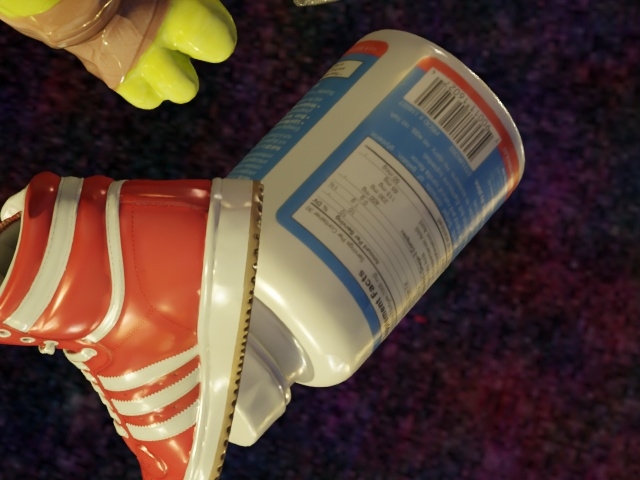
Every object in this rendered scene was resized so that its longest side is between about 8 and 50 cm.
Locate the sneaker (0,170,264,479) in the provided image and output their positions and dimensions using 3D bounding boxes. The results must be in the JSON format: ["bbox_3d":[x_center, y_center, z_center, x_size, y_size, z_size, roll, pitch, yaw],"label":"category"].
[{"bbox_3d":[-0.053,0.027,0.426,0.042,0.067,0.118,-89,-173,-45],"label":"sneaker"}]

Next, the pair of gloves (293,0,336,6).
[{"bbox_3d":[0.005,-0.124,0.580,0.010,0.074,0.083,-62,137,-74],"label":"pair of gloves"}]

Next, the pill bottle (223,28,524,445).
[{"bbox_3d":[0.000,0.000,0.927,0.221,0.124,0.124,-47,132,-20],"label":"pill bottle"}]

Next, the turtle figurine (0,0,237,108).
[{"bbox_3d":[-0.078,-0.069,0.368,0.217,0.087,0.269,-19,122,-72],"label":"turtle figurine"}]
